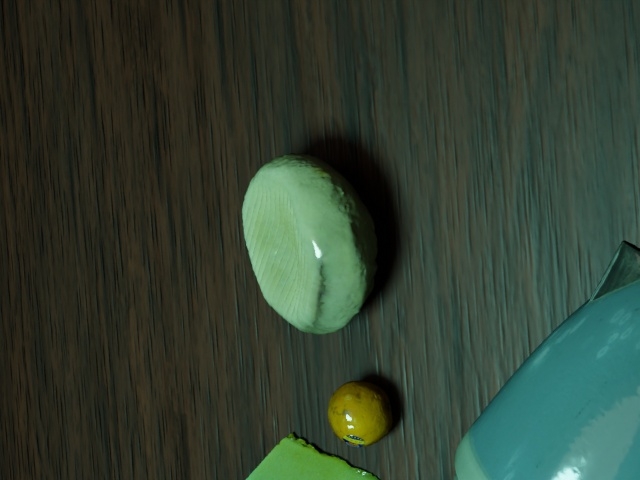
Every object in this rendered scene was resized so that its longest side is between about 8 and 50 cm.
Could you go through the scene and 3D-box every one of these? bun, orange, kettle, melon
[{"bbox_3d":[0.000,0.000,1.424,0.222,0.128,0.222,36,135,46],"label":"bun"},{"bbox_3d":[0.048,0.209,1.419,0.084,0.083,0.083,3,95,38],"label":"orange"},{"bbox_3d":[0.352,0.170,1.109,0.319,0.247,0.342,33,107,-2],"label":"kettle"},{"bbox_3d":[0.016,0.317,1.487,0.262,0.053,0.114,8,80,34],"label":"melon"}]

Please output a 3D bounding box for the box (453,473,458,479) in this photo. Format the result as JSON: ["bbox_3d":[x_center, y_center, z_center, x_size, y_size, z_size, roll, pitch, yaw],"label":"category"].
[{"bbox_3d":[0.207,0.289,1.301,0.069,0.084,0.122,-37,70,44],"label":"box"}]
